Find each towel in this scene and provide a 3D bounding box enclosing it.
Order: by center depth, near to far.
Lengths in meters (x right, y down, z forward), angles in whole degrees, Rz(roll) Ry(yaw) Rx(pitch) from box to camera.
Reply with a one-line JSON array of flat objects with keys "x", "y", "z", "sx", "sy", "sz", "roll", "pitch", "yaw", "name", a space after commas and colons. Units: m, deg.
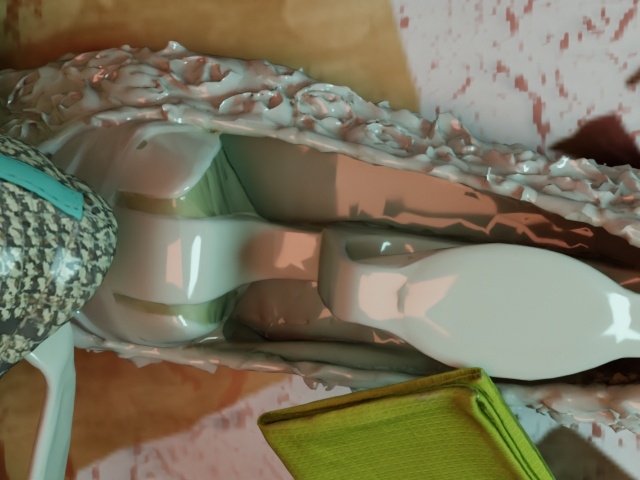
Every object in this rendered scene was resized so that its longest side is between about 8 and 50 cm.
[{"x": 0.070, "y": 0.146, "z": 0.759, "sx": 0.102, "sy": 0.021, "sz": 0.237, "roll": -16, "pitch": 128, "yaw": 23, "name": "towel"}]

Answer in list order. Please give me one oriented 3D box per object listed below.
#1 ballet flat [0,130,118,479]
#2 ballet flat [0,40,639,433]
[{"x": -0.218, "y": 0.131, "z": 0.791, "sx": 0.182, "sy": 0.164, "sz": 0.483, "roll": 19, "pitch": 131, "yaw": -20, "name": "ballet flat"}, {"x": 0.000, "y": 0.000, "z": 0.752, "sx": 0.409, "sy": 0.147, "sz": 0.147, "roll": 8, "pitch": 103, "yaw": 12, "name": "ballet flat"}]
